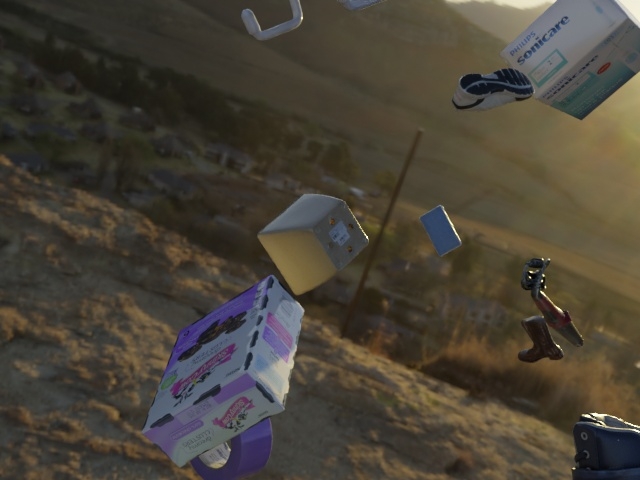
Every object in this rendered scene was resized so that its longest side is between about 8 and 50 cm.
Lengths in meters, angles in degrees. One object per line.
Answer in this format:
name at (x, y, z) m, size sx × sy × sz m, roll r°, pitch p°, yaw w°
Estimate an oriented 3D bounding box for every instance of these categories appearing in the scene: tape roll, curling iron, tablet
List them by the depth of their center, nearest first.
curling iron at (0.361, 0.105, 1.315) m, size 0.035 × 0.068 × 0.274 m, roll 2°, pitch -27°, yaw 35°
tablet at (0.220, -0.018, 1.590) m, size 0.006 × 0.054 × 0.083 m, roll -19°, pitch 79°, yaw -52°
tape roll at (-0.185, 0.375, 1.702) m, size 0.080 × 0.189 × 0.189 m, roll -4°, pitch 27°, yaw -46°

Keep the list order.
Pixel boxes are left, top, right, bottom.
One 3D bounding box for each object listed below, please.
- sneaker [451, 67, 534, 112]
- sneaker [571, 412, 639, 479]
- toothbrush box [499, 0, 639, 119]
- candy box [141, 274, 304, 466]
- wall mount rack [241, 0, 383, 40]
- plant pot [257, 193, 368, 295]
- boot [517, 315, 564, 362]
sneaker at (0.199, -0.173, 1.013) m, size 0.109 × 0.044 × 0.040 m, roll -6°, pitch 61°, yaw -24°
sneaker at (0.212, 0.236, 0.746) m, size 0.226 × 0.163 × 0.086 m, roll -18°, pitch -16°, yaw 33°
toothbrush box at (0.512, -0.366, 1.687) m, size 0.295 × 0.216 × 0.126 m, roll 4°, pitch 49°, yaw -57°
candy box at (-0.113, 0.153, 1.051) m, size 0.070 × 0.164 × 0.196 m, roll 49°, pitch 24°, yaw -21°
wall mount rack at (-0.042, -0.415, 1.054) m, size 0.130 × 0.304 × 0.350 m, roll -27°, pitch 17°, yaw -32°
plant pot at (0.000, 0.000, 1.206) m, size 0.109 × 0.109 × 0.096 m, roll -43°, pitch 19°, yaw -34°
boot at (0.427, 0.198, 1.768) m, size 0.106 × 0.114 × 0.037 m, roll -13°, pitch 36°, yaw 40°
